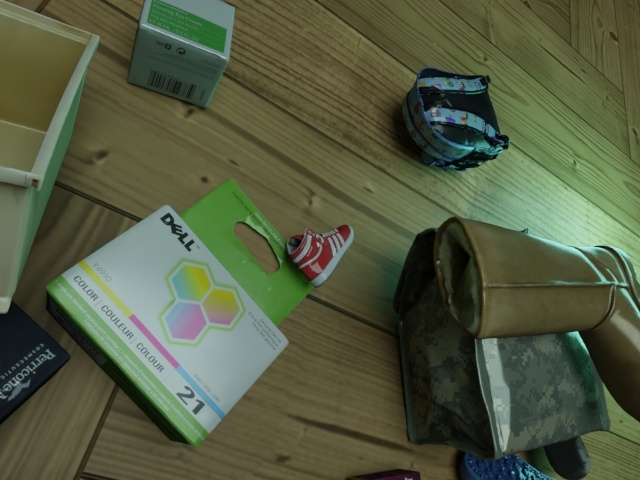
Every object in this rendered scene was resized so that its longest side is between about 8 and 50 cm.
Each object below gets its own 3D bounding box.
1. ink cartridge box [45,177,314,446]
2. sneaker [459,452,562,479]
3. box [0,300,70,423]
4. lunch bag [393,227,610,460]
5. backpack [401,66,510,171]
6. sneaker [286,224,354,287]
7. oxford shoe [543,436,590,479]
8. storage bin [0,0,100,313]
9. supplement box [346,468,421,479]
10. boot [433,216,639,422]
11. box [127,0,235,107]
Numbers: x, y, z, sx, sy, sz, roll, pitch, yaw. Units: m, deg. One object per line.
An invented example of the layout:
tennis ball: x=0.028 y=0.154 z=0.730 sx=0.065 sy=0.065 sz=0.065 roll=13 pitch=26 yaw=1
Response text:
ink cartridge box: x=-0.112 y=0.047 z=0.480 sx=0.189 sy=0.097 sz=0.255 roll=50 pitch=55 yaw=-6
sneaker: x=0.291 y=0.366 z=0.623 sx=0.232 sy=0.090 sz=0.081 roll=21 pitch=26 yaw=0
box: x=-0.309 y=0.095 z=0.327 sx=0.158 sy=0.093 sz=0.156 roll=48 pitch=44 yaw=-10
lunch bag: x=0.236 y=0.122 z=0.625 sx=0.235 sy=0.169 sz=0.287 roll=3 pitch=75 yaw=-30
backpack: x=0.208 y=-0.201 z=0.757 sx=0.173 sy=0.117 sz=0.158 roll=-1 pitch=73 yaw=-33
sneaker: x=0.000 y=0.000 z=0.591 sx=0.067 sy=0.042 sz=0.118 roll=46 pitch=42 yaw=-12
oxford shoe: x=0.364 y=0.265 z=0.723 sx=0.076 sy=0.076 sz=0.212 roll=51 pitch=33 yaw=-54
storage bin: x=-0.323 y=-0.100 z=0.317 sx=0.260 sy=0.123 sz=0.262 roll=13 pitch=35 yaw=-27
supplement box: x=0.077 y=0.305 z=0.534 sx=0.083 sy=0.043 sz=0.055 roll=7 pitch=67 yaw=-30
boot: x=0.266 y=0.096 z=0.508 sx=0.269 sy=0.089 sz=0.236 roll=6 pitch=57 yaw=-27
box: x=-0.168 y=-0.236 z=0.547 sx=0.101 sy=0.102 sz=0.087 roll=13 pitch=64 yaw=-26
